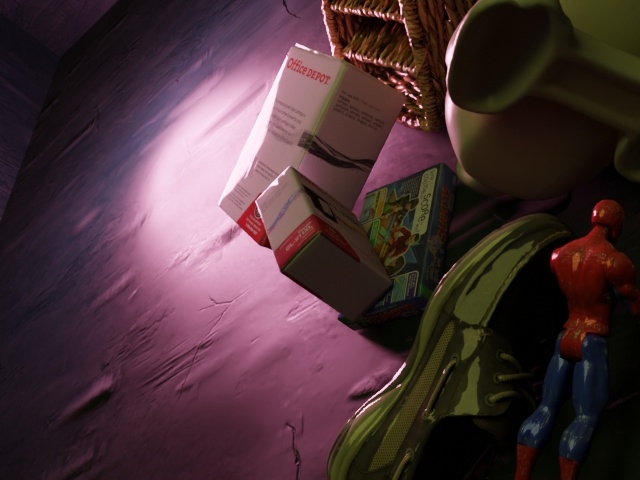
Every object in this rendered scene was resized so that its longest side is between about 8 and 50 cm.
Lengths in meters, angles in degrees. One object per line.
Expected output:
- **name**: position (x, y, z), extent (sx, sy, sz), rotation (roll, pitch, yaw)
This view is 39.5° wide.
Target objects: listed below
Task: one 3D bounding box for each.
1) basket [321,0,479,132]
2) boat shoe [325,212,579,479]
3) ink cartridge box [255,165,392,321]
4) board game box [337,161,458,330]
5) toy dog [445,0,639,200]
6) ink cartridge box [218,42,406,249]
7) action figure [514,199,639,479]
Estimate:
- **basket**: position (0.099, -0.318, 1.279), extent (0.223, 0.213, 0.299), rotation (-52, 31, 1)
- **boat shoe**: position (0.151, 0.143, 0.854), extent (0.355, 0.132, 0.130), rotation (-58, 40, 9)
- **ink cartridge box**: position (0.000, 0.000, 1.104), extent (0.072, 0.127, 0.175), rotation (-46, 31, 14)
- **board game box**: position (0.098, 0.007, 1.126), extent (0.136, 0.035, 0.201), rotation (-20, 44, 43)
- **toy dog**: position (0.293, -0.261, 0.963), extent (0.395, 0.284, 0.408), rotation (106, -179, -63)
- **ink cartridge box**: position (-0.018, -0.127, 1.287), extent (0.273, 0.114, 0.197), rotation (-65, 30, 8)
- **action figure**: position (0.250, 0.107, 0.788), extent (0.091, 0.139, 0.280), rotation (9, 88, 53)
